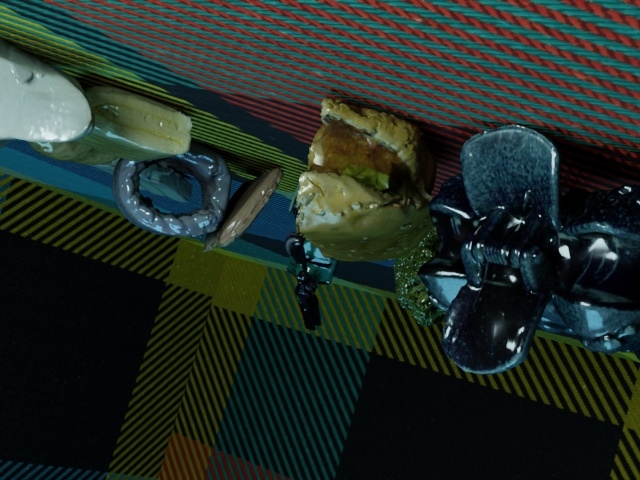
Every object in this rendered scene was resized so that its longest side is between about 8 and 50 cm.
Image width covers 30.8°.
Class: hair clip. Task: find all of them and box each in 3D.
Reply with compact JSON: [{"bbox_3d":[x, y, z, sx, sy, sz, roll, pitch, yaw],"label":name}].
[{"bbox_3d":[0.204,0.013,0.954,0.206,0.195,0.310,5,-179,-39],"label":"hair clip"}]

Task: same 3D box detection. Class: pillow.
[{"bbox_3d":[-0.109,-0.039,1.574,0.034,0.135,0.211,41,171,-10],"label":"pillow"}]

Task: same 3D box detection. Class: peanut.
[{"bbox_3d":[-0.300,-0.134,1.456,0.080,0.080,0.174,14,-176,26],"label":"peanut"}]

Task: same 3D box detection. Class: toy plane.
[{"bbox_3d":[0.000,0.000,1.570,0.106,0.155,0.382,18,158,0],"label":"toy plane"}]

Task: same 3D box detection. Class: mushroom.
[{"bbox_3d":[-0.350,-0.143,1.256,0.159,0.122,0.328,38,169,-19],"label":"mushroom"}]

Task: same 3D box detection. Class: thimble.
[{"bbox_3d":[-0.198,-0.070,1.542,0.151,0.127,0.118,11,178,-14],"label":"thimble"}]

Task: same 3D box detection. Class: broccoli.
[{"bbox_3d":[0.151,0.038,1.475,0.137,0.146,0.162,3,173,39],"label":"broccoli"}]

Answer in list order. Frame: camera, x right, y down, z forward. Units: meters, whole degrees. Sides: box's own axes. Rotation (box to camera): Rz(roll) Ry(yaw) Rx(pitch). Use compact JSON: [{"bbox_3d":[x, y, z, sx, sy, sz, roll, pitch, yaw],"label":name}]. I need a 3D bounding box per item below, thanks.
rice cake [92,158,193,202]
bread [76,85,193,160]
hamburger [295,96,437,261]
[{"bbox_3d":[-0.297,-0.113,1.881,0.127,0.043,0.237,16,176,17],"label":"rice cake"},{"bbox_3d":[-0.230,-0.134,1.323,0.139,0.060,0.178,19,175,-25],"label":"bread"},{"bbox_3d":[0.048,-0.039,1.079,0.130,0.124,0.262,16,176,7],"label":"hamburger"}]
